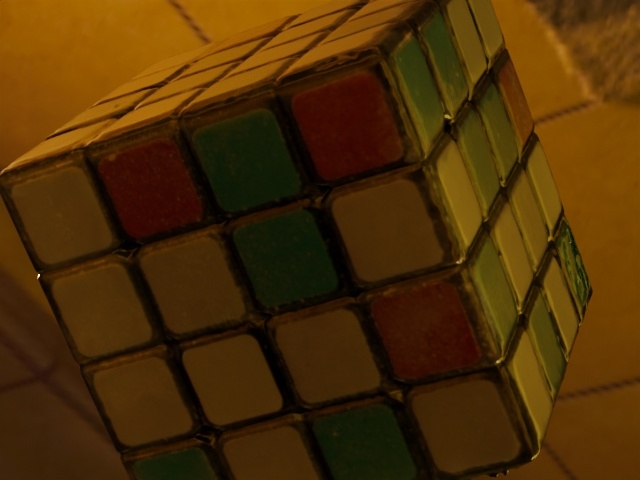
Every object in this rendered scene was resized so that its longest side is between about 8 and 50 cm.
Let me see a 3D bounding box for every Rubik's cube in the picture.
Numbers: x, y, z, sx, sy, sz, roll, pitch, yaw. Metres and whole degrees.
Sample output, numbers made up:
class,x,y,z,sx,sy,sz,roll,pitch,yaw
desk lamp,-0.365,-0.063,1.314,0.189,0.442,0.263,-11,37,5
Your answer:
class,x,y,z,sx,sy,sz,roll,pitch,yaw
Rubik's cube,0.000,0.000,0.363,0.092,0.092,0.092,-15,106,23
